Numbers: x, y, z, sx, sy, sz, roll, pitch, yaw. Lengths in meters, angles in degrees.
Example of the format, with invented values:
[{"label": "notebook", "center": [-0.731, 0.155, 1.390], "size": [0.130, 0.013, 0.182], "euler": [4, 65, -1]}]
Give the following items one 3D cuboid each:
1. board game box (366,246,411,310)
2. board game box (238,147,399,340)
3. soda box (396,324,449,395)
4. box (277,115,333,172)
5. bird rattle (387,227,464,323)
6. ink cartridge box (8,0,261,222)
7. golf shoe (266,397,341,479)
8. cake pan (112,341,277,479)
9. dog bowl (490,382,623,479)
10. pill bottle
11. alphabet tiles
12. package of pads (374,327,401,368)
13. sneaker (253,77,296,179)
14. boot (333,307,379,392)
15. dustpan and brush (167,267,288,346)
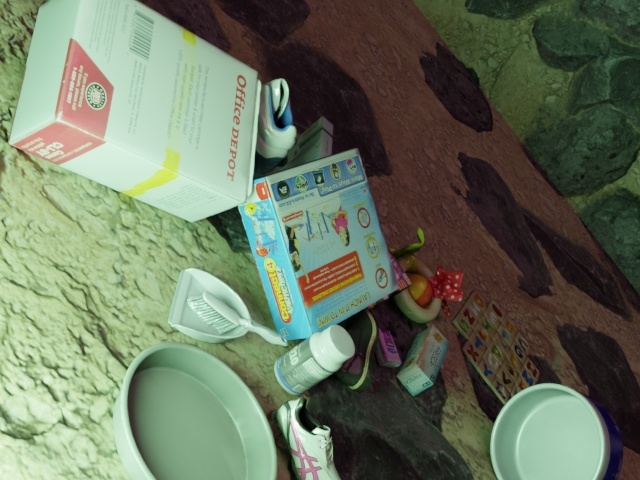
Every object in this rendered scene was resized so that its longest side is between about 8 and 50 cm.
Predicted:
[{"label": "board game box", "center": [0.078, 0.020, 2.027], "size": [0.136, 0.030, 0.259], "euler": [-29, 81, -29]}, {"label": "board game box", "center": [0.000, 0.000, 1.781], "size": [0.308, 0.086, 0.301], "euler": [-23, 99, -51]}, {"label": "soda box", "center": [0.223, 0.256, 2.003], "size": [0.063, 0.058, 0.183], "euler": [50, 29, -5]}, {"label": "box", "center": [-0.036, -0.169, 2.012], "size": [0.038, 0.145, 0.186], "euler": [38, 31, -24]}, {"label": "bird rattle", "center": [0.224, 0.106, 2.158], "size": [0.253, 0.143, 0.207], "euler": [54, 37, -25]}, {"label": "ink cartridge box", "center": [-0.302, -0.229, 1.596], "size": [0.385, 0.160, 0.279], "euler": [25, 59, -40]}, {"label": "golf shoe", "center": [-0.011, 0.348, 1.530], "size": [0.186, 0.086, 0.067], "euler": [55, 27, 2]}, {"label": "cake pan", "center": [-0.187, 0.290, 1.370], "size": [0.293, 0.054, 0.293], "euler": [36, 32, -27]}, {"label": "dog bowl", "center": [0.503, 0.445, 1.985], "size": [0.104, 0.265, 0.264], "euler": [24, 39, -46]}, {"label": "pill bottle", "center": [-0.010, 0.209, 1.632], "size": [0.078, 0.137, 0.078], "euler": [36, 32, -27]}, {"label": "alphabet tiles", "center": [0.454, 0.275, 2.369], "size": [0.285, 0.011, 0.342], "euler": [52, 28, 0]}, {"label": "package of pads", "center": [0.134, 0.225, 1.936], "size": [0.050, 0.032, 0.083], "euler": [21, 41, -48]}, {"label": "sneaker", "center": [-0.161, -0.279, 1.855], "size": [0.130, 0.236, 0.322], "euler": [2, 56, -55]}, {"label": "boot", "center": [0.040, 0.184, 1.808], "size": [0.137, 0.077, 0.197], "euler": [31, 34, -25]}, {"label": "dustpan and brush", "center": [-0.150, 0.136, 1.590], "size": [0.211, 0.060, 0.147], "euler": [38, 32, -24]}]
